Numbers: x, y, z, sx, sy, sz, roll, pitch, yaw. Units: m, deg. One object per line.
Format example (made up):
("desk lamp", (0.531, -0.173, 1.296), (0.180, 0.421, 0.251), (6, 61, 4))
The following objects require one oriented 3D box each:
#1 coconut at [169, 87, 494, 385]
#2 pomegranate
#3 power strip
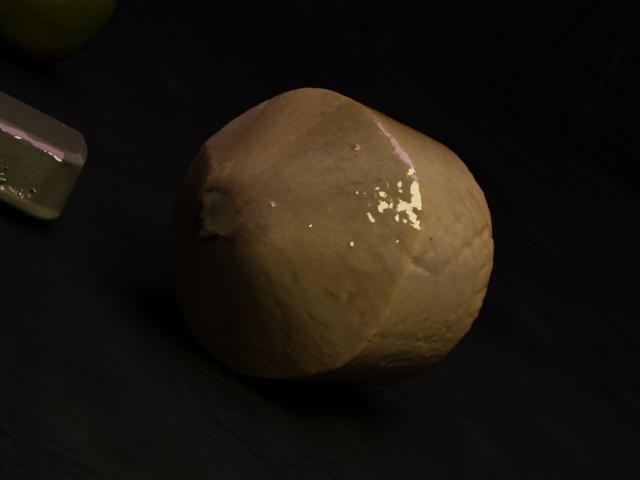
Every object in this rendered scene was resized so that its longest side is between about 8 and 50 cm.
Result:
("coconut", (0.000, 0.000, 1.323), (0.202, 0.202, 0.222), (38, 14, 32))
("pomegranate", (-0.275, -0.245, 1.769), (0.179, 0.179, 0.210), (34, 33, 18))
("power strip", (-0.288, -0.092, 1.340), (0.265, 0.059, 0.193), (28, 8, -10))
